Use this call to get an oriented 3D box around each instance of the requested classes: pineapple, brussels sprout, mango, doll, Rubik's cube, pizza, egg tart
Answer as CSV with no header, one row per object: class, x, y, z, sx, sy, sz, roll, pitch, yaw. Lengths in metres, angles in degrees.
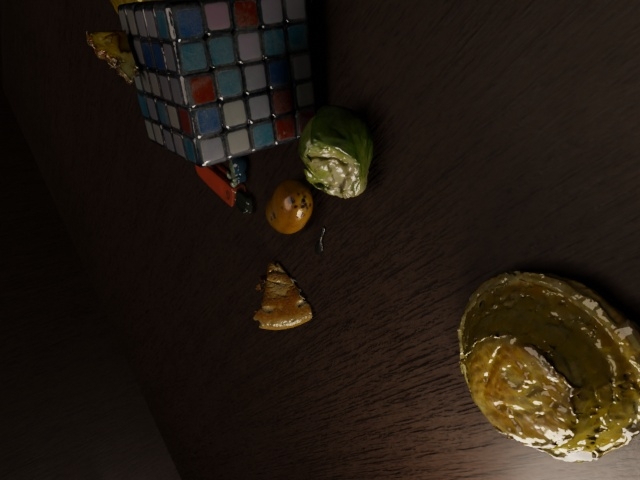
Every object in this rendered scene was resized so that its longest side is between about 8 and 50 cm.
pineapple,-0.390,-0.360,0.946,0.114,0.077,0.114,55,-177,3
brussels sprout,0.035,-0.179,0.944,0.131,0.146,0.183,-6,147,26
mango,-0.077,-0.075,1.157,0.178,0.090,0.115,-45,62,52
doll,-0.229,-0.196,1.311,0.076,0.050,0.083,-129,37,-48
Rubik's cube,-0.205,-0.346,0.990,0.293,0.286,0.292,26,132,48
pizza,-0.116,0.148,1.298,0.069,0.153,0.194,102,155,-58
egg tart,0.339,0.213,0.765,0.341,0.132,0.342,25,126,41

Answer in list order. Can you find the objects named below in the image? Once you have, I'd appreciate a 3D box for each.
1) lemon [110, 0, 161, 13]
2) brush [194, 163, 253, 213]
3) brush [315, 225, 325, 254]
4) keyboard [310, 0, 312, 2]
lemon,-0.365,-0.587,1.112,0.253,0.310,0.254,1,105,6
brush,-0.296,-0.184,1.400,0.323,0.051,0.070,41,140,26
brush,0.000,0.000,1.163,0.024,0.008,0.083,40,132,34
keyboard,-0.103,-0.581,1.011,0.381,0.041,0.104,46,137,36
